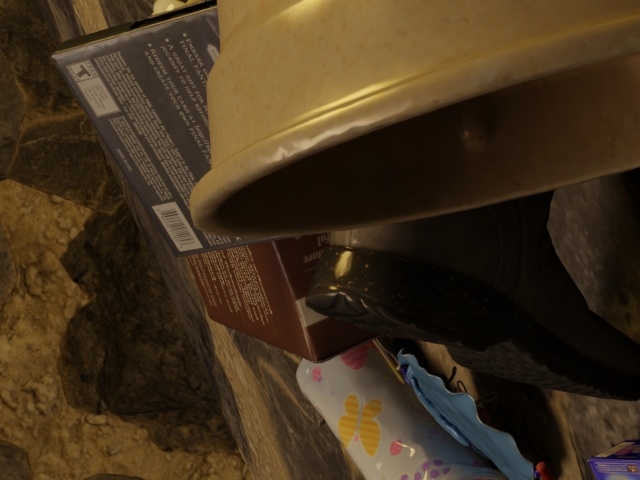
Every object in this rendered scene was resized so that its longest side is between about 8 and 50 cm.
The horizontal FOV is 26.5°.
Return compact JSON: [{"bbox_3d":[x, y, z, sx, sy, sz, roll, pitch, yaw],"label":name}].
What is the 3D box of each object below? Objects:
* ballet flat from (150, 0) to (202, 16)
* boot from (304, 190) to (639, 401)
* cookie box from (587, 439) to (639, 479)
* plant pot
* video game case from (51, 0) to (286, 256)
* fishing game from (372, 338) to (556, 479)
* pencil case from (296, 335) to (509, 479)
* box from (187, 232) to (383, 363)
[{"bbox_3d":[-0.071,-0.205,1.197,0.400,0.139,0.139,-66,-37,-63],"label":"ballet flat"},{"bbox_3d":[0.137,-0.025,0.887,0.118,0.338,0.223,8,79,37],"label":"boot"},{"bbox_3d":[0.251,0.202,0.997,0.107,0.040,0.092,67,164,2],"label":"cookie box"},{"bbox_3d":[0.073,-0.189,0.618,0.334,0.333,0.305,145,113,-74],"label":"plant pot"},{"bbox_3d":[-0.039,-0.086,0.975,0.274,0.026,0.196,-10,123,30],"label":"video game case"},{"bbox_3d":[0.143,0.161,1.230,0.264,0.041,0.189,37,168,44],"label":"fishing game"},{"bbox_3d":[0.082,0.198,1.400,0.113,0.124,0.273,-58,42,17],"label":"pencil case"},{"bbox_3d":[0.000,0.000,1.268,0.381,0.191,0.143,10,121,71],"label":"box"}]
